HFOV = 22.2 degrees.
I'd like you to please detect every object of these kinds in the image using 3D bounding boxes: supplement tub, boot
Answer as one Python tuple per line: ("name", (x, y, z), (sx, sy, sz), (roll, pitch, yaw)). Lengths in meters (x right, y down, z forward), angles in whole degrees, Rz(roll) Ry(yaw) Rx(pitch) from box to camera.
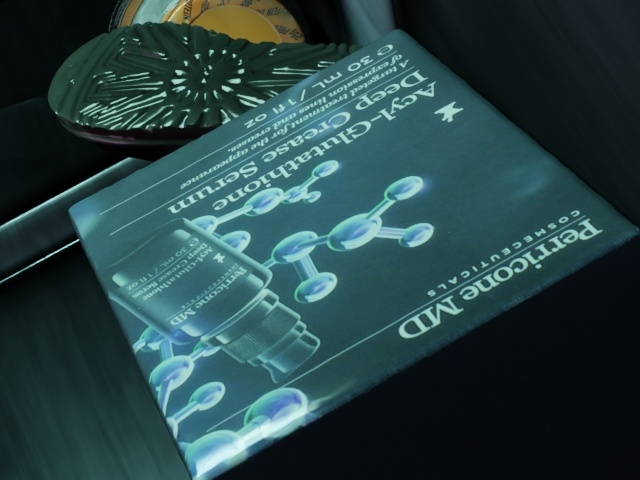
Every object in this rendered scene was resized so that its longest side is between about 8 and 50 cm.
("supplement tub", (-0.116, -0.197, 1.700), (0.194, 0.193, 0.316), (63, 175, -16))
("boot", (-0.065, -0.058, 1.504), (0.348, 0.131, 0.260), (10, 144, 25))

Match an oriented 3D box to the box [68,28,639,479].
("box", (0.033, 0.063, 1.109), (0.212, 0.293, 0.395), (64, 174, -31))
